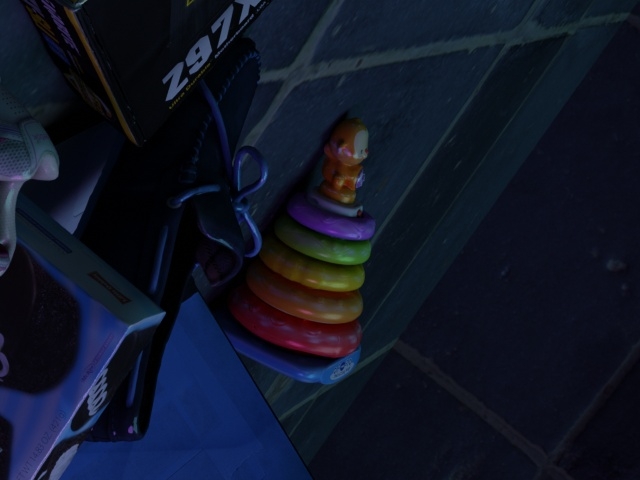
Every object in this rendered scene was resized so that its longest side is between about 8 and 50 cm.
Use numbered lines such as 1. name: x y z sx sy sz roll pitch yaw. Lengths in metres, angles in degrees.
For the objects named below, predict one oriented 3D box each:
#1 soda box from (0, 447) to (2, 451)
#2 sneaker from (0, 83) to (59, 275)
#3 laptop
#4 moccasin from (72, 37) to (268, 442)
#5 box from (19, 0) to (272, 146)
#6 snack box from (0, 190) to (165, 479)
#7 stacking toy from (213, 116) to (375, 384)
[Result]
1. soda box: -0.335 0.176 1.058 0.286 0.091 0.098 -37 176 32
2. sneaker: -0.252 0.005 1.009 0.252 0.111 0.103 -54 168 14
3. laptop: -0.122 0.105 1.363 0.382 0.236 0.407 -37 152 -53
4. moccasin: -0.106 0.003 1.229 0.137 0.117 0.342 72 37 -63
5. box: -0.060 -0.237 1.101 0.322 0.079 0.257 -50 170 -10
6. snack box: -0.262 0.118 1.122 0.322 0.187 0.060 -56 167 20
7. stacking toy: 0.000 0.000 1.924 0.175 0.166 0.301 -21 133 -66
